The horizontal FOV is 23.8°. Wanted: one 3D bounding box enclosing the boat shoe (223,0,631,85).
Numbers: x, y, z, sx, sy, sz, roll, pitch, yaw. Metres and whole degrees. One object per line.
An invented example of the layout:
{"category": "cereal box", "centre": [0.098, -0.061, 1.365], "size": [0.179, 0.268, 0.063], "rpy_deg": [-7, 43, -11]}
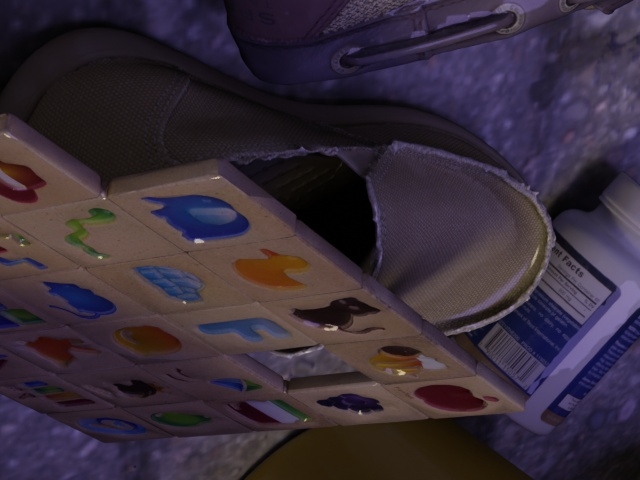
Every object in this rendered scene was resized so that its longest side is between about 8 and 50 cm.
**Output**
{"category": "boat shoe", "centre": [0.092, -0.127, 0.541], "size": [0.285, 0.103, 0.092], "rpy_deg": [-19, 140, -18]}

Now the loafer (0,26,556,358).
{"category": "loafer", "centre": [0.000, 0.000, 0.580], "size": [0.268, 0.092, 0.102], "rpy_deg": [11, 119, -41]}

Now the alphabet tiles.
{"category": "alphabet tiles", "centre": [-0.070, 0.024, 0.512], "size": [0.198, 0.009, 0.237], "rpy_deg": [-8, 151, 31]}

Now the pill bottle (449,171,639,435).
{"category": "pill bottle", "centre": [0.121, 0.028, 0.718], "size": [0.120, 0.067, 0.067], "rpy_deg": [-50, 139, 10]}

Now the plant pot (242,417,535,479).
{"category": "plant pot", "centre": [0.064, 0.209, 0.701], "size": [0.254, 0.239, 0.254], "rpy_deg": [-21, 136, -22]}
